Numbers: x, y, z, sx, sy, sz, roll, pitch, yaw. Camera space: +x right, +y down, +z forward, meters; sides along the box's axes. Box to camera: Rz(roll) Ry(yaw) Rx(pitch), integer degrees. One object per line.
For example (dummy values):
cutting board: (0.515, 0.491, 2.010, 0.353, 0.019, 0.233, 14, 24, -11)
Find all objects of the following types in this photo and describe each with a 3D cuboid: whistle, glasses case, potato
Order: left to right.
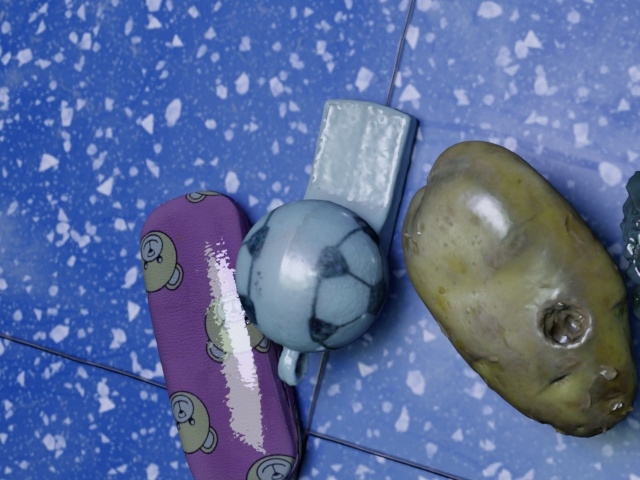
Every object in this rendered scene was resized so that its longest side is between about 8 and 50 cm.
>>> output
glasses case: (-0.103, 0.105, 1.729, 0.123, 0.076, 0.316, -18, 79, 22)
whistle: (0.000, 0.000, 1.648, 0.164, 0.163, 0.289, 12, 92, 24)
potato: (0.188, 0.047, 1.561, 0.192, 0.141, 0.296, -37, 81, 50)

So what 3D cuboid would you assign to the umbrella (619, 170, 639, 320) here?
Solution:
umbrella: (0.436, 0.005, 1.488, 0.349, 0.094, 0.143, -1, 81, 22)
